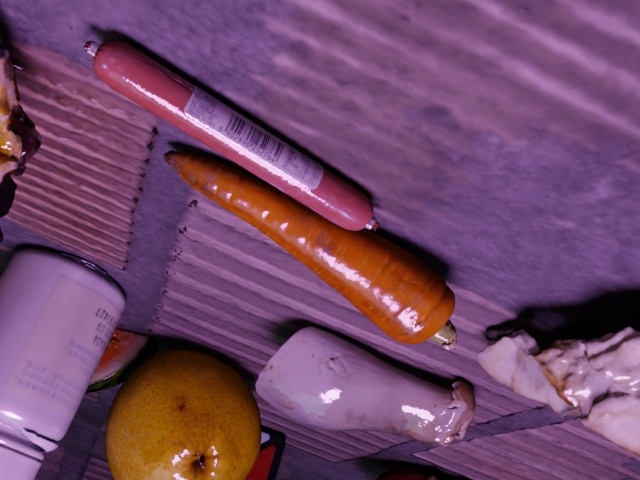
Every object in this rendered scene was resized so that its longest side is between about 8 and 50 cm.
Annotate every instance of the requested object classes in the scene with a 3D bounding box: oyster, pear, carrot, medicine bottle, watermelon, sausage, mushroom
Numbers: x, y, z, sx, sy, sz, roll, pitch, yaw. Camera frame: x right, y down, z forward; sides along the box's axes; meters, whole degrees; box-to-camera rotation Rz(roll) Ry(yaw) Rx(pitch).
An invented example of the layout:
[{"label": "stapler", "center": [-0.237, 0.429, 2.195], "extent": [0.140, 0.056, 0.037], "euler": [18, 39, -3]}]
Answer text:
[{"label": "oyster", "center": [0.266, 0.116, 0.530], "extent": [0.201, 0.107, 0.354], "euler": [27, 153, -23]}, {"label": "pear", "center": [-0.175, 0.248, 0.955], "extent": [0.208, 0.209, 0.209], "euler": [16, 154, 8]}, {"label": "carrot", "center": [0.000, 0.000, 0.555], "extent": [0.256, 0.061, 0.061], "euler": [35, 152, -6]}, {"label": "medicine bottle", "center": [-0.328, 0.149, 0.822], "extent": [0.143, 0.258, 0.143], "euler": [16, 154, 8]}, {"label": "watermelon", "center": [-0.296, 0.156, 1.046], "extent": [0.094, 0.125, 0.135], "euler": [54, 169, -2]}, {"label": "sausage", "center": [-0.049, -0.063, 0.481], "extent": [0.223, 0.029, 0.029], "euler": [31, 152, -21]}, {"label": "mushroom", "center": [0.048, 0.167, 0.790], "extent": [0.225, 0.093, 0.116], "euler": [24, 133, 1]}]

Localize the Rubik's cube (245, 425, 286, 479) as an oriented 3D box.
[{"label": "Rubik's cube", "center": [-0.224, 0.434, 1.317], "extent": [0.248, 0.250, 0.246], "euler": [20, 154, -5]}]

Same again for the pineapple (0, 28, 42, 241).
[{"label": "pineapple", "center": [-0.357, -0.083, 0.477], "extent": [0.271, 0.263, 0.262], "euler": [12, 155, 41]}]

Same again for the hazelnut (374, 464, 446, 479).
[{"label": "hazelnut", "center": [0.155, 0.430, 1.181], "extent": [0.201, 0.161, 0.170], "euler": [-14, 174, -16]}]
